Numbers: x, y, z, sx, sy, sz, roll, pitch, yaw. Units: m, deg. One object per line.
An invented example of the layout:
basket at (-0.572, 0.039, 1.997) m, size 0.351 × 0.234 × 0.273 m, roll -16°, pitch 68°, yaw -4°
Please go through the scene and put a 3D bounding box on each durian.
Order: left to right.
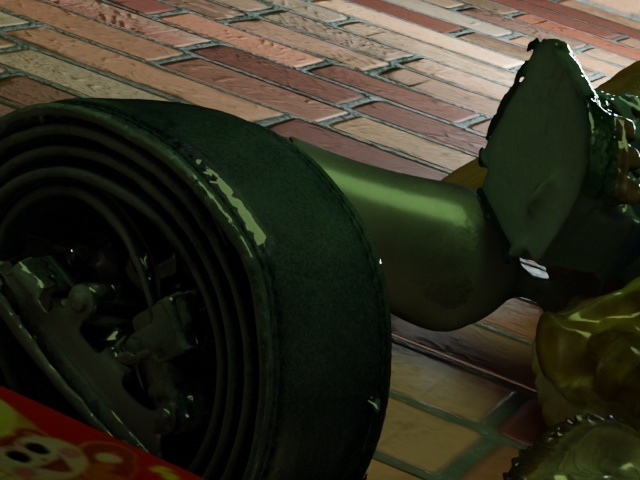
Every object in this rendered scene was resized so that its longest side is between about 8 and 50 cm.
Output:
durian at (0.127, 0.156, 0.919) m, size 0.188 × 0.091 × 0.148 m, roll 15°, pitch 34°, yaw -37°

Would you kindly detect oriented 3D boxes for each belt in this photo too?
belt at (-0.088, 0.035, 0.914) m, size 0.116 × 0.206 × 0.267 m, roll -3°, pitch 30°, yaw -47°

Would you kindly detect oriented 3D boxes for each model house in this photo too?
model house at (0.196, -0.038, 1.254) m, size 0.149 × 0.119 × 0.148 m, roll 15°, pitch 29°, yaw -25°

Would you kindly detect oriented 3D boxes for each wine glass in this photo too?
wine glass at (0.072, 0.008, 1.307) m, size 0.231 × 0.103 × 0.103 m, roll 18°, pitch 16°, yaw -6°

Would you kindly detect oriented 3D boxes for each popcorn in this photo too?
popcorn at (0.194, 0.084, 1.190) m, size 0.126 × 0.126 × 0.145 m, roll -7°, pitch 30°, yaw 13°

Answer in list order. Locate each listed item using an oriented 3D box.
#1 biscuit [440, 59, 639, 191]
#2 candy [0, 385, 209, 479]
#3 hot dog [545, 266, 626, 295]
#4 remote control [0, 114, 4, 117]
biscuit at (0.186, -0.075, 1.510) m, size 0.299 × 0.045 × 0.154 m, roll -34°, pitch 9°, yaw -18°
candy at (-0.164, 0.117, 0.797) m, size 0.276 × 0.088 × 0.146 m, roll 22°, pitch 19°, yaw 23°
hot dog at (0.312, -0.001, 1.487) m, size 0.267 × 0.174 × 0.387 m, roll 15°, pitch 5°, yaw -9°
remote control at (-0.277, -0.057, 1.351) m, size 0.098 × 0.038 × 0.233 m, roll 19°, pitch 17°, yaw 12°
